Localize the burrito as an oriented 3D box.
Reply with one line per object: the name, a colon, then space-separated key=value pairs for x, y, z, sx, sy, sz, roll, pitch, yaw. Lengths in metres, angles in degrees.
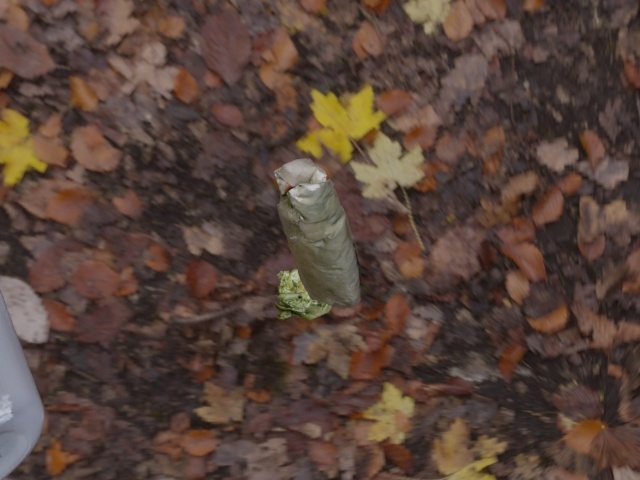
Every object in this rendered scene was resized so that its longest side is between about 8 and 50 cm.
burrito: x=-0.001 y=0.001 z=1.082 sx=0.045 sy=0.188 sz=0.058 roll=-37 pitch=58 yaw=-12

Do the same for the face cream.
face cream: x=-0.305 y=0.084 z=1.099 sx=0.144 sy=0.071 sz=0.291 roll=-32 pitch=42 yaw=0

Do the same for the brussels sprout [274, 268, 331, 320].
brussels sprout: x=-0.015 y=0.060 z=1.513 sx=0.085 sy=0.085 sz=0.058 roll=-15 pitch=103 yaw=9
